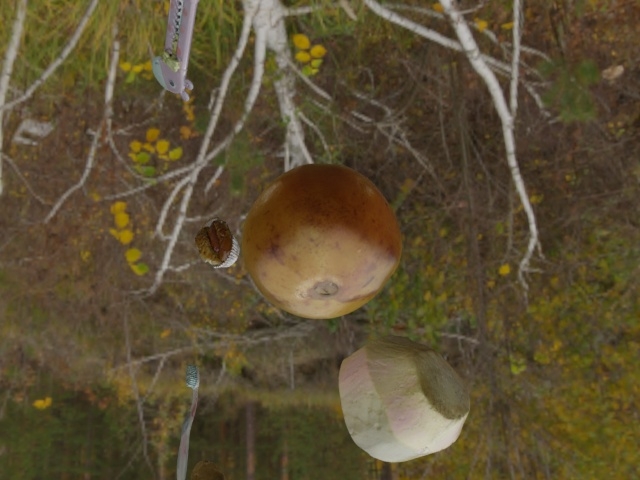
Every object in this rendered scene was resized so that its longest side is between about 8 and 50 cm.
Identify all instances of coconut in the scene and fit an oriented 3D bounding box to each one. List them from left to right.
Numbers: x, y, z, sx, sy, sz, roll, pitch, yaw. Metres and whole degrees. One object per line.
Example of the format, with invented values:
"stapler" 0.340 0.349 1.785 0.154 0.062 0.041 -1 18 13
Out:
"coconut" 0.152 0.309 1.419 0.260 0.259 0.259 -3 160 -1

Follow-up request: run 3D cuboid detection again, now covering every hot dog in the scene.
"hot dog" -0.244 0.006 1.713 0.053 0.099 0.192 27 -171 -33

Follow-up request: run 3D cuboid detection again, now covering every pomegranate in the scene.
"pomegranate" 0.000 0.000 1.193 0.265 0.264 0.264 -3 160 -1

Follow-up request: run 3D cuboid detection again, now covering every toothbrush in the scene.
"toothbrush" -0.238 0.346 1.311 0.027 0.269 0.021 21 140 -29

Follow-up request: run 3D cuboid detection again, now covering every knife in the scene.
"knife" -0.318 -0.462 1.626 0.132 0.038 0.398 40 146 7

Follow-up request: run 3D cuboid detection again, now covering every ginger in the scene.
"ginger" -0.227 0.485 1.363 0.095 0.190 0.069 36 117 -7
